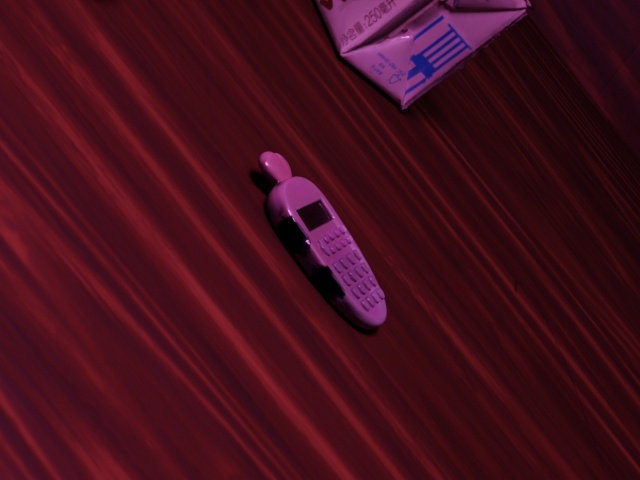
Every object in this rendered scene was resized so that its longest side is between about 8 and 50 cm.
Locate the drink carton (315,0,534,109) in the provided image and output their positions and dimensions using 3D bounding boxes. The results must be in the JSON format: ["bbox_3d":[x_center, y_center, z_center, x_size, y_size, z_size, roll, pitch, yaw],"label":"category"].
[{"bbox_3d":[0.082,-0.336,1.776,0.132,0.194,0.325,36,24,-45],"label":"drink carton"}]

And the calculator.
[{"bbox_3d":[0.000,0.000,1.237,0.166,0.024,0.103,56,19,2],"label":"calculator"}]
